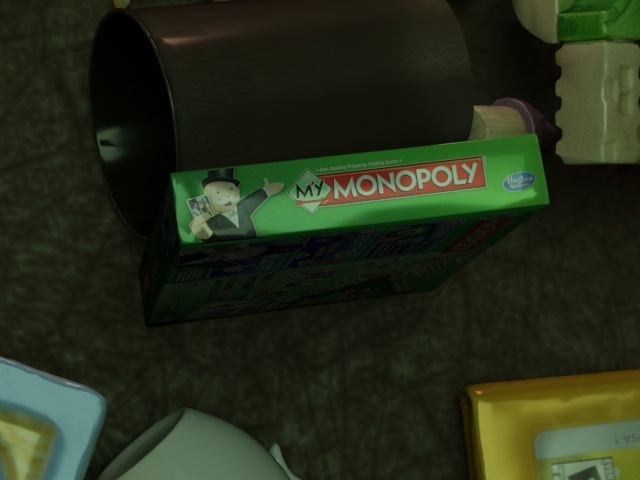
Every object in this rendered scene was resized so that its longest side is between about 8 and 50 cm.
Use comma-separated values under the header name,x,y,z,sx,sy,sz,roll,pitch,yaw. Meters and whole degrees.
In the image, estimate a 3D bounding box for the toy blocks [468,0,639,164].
name,x,y,z,sx,sy,sz,roll,pitch,yaw
toy blocks,0.260,-0.178,1.379,0.260,0.309,0.289,-2,92,-42

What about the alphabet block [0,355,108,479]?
name,x,y,z,sx,sy,sz,roll,pitch,yaw
alphabet block,-0.255,0.163,1.222,0.193,0.197,0.192,21,78,-4

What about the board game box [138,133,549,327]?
name,x,y,z,sx,sy,sz,roll,pitch,yaw
board game box,0.000,0.000,1.228,0.213,0.317,0.046,-8,81,-10

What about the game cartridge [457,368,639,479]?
name,x,y,z,sx,sy,sz,roll,pitch,yaw
game cartridge,0.272,0.227,1.367,0.323,0.053,0.285,-6,81,-9

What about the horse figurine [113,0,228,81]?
name,x,y,z,sx,sy,sz,roll,pitch,yaw
horse figurine,-0.087,-0.235,1.348,0.174,0.066,0.263,-23,111,10

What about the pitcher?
name,x,y,z,sx,sy,sz,roll,pitch,yaw
pitcher,-0.039,0.199,1.299,0.207,0.125,0.178,50,56,-9

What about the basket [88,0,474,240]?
name,x,y,z,sx,sy,sz,roll,pitch,yaw
basket,-0.023,-0.097,1.318,0.226,0.204,0.154,-12,88,-20
